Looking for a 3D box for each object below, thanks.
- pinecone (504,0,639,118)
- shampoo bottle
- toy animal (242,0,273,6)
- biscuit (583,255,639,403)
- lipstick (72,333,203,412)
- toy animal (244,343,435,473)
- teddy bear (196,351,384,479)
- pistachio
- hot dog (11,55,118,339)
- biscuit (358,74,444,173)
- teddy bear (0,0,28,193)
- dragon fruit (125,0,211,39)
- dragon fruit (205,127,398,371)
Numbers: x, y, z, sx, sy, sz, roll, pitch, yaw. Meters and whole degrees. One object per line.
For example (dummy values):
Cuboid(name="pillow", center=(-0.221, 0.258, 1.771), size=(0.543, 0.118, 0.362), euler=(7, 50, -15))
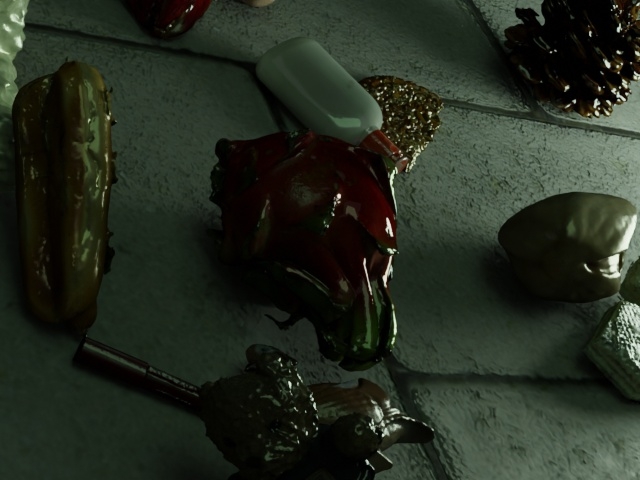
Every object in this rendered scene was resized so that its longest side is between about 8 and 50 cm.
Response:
Cuboid(name="pinecone", center=(0.394, -0.295, 2.035), size=(0.221, 0.221, 0.221), euler=(22, 37, -18))
Cuboid(name="shampoo bottle", center=(0.021, -0.163, 1.698), size=(0.108, 0.051, 0.221), euler=(-29, 68, -40))
Cuboid(name="toy animal", center=(-0.099, -0.365, 1.818), size=(0.150, 0.083, 0.089), euler=(50, -6, 35))
Cuboid(name="biscuit", center=(0.416, 0.118, 1.689), size=(0.147, 0.046, 0.250), euler=(47, 38, 1))
Cuboid(name="lipstick", center=(-0.141, 0.134, 1.250), size=(0.176, 0.027, 0.027), euler=(26, 36, -16))
Cuboid(name="toy animal", center=(0.017, 0.164, 1.298), size=(0.188, 0.089, 0.179), euler=(3, 40, -38))
Cuboid(name="teddy bear", center=(-0.012, 0.215, 1.153), size=(0.251, 0.182, 0.129), euler=(60, 9, 0))
Cuboid(name="pistachio", center=(0.313, 0.005, 1.675), size=(0.238, 0.138, 0.153), euler=(-5, 33, -46))
Cuboid(name="hot dog", center=(-0.235, -0.042, 1.260), size=(0.072, 0.109, 0.269), euler=(8, 75, -49))
Cuboid(name="biscuit", center=(0.098, -0.169, 1.796), size=(0.126, 0.025, 0.206), euler=(32, 35, -3))
Cuboid(name="teddy bear", center=(-0.337, -0.309, 1.317), size=(0.327, 0.362, 0.375), euler=(14, 38, -26))
Cuboid(name="dragon fruit", center=(-0.166, -0.334, 1.695), size=(0.127, 0.120, 0.161), euler=(52, 33, 14))
Cuboid(name="dragon fruit", center=(-0.021, 0.006, 1.389), size=(0.200, 0.198, 0.269), euler=(-1, 62, 3))
